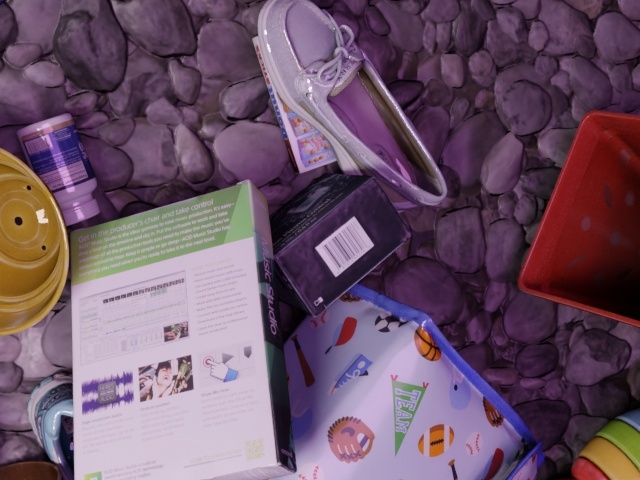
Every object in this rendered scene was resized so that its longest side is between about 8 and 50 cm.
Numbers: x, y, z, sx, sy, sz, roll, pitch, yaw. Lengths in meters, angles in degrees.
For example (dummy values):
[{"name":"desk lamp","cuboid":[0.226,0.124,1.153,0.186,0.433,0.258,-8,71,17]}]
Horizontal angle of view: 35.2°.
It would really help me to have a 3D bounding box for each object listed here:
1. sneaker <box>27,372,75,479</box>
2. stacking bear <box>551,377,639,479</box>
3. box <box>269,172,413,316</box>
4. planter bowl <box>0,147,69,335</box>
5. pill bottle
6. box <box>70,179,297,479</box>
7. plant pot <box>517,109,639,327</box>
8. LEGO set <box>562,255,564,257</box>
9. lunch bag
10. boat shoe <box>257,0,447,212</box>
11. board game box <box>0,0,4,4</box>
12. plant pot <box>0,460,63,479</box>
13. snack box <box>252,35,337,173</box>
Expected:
[{"name":"sneaker","cuboid":[-0.247,0.290,1.173,0.110,0.122,0.283,-36,104,-13]},{"name":"stacking bear","cuboid":[0.418,0.333,1.404,0.289,0.164,0.175,-32,103,-10]},{"name":"box","cuboid":[0.000,0.000,1.222,0.156,0.158,0.093,-39,107,-14]},{"name":"planter bowl","cuboid":[-0.353,-0.012,1.111,0.217,0.090,0.217,4,106,15]},{"name":"pill bottle","cuboid":[-0.296,-0.080,1.158,0.067,0.067,0.120,-22,101,-17]},{"name":"box","cuboid":[-0.156,0.112,1.093,0.232,0.058,0.322,-14,65,15]},{"name":"plant pot","cuboid":[0.473,0.007,1.344,0.235,0.267,0.267,26,85,-40]},{"name":"LEGO set","cuboid":[0.326,0.011,1.412,0.054,0.023,0.083,16,88,-20]},{"name":"lunch bag","cuboid":[0.087,0.295,1.243,0.328,0.239,0.385,-48,123,-11]},{"name":"boat shoe","cuboid":[0.043,-0.168,1.235,0.118,0.103,0.320,-45,113,-32]},{"name":"board game box","cuboid":[-0.466,-0.385,1.070,0.233,0.078,0.347,-46,107,-11]},{"name":"plant pot","cuboid":[-0.346,0.397,1.101,0.215,0.215,0.231,-22,103,-17]},{"name":"snack box","cuboid":[-0.028,-0.178,1.272,0.064,0.022,0.178,-21,101,-20]}]
